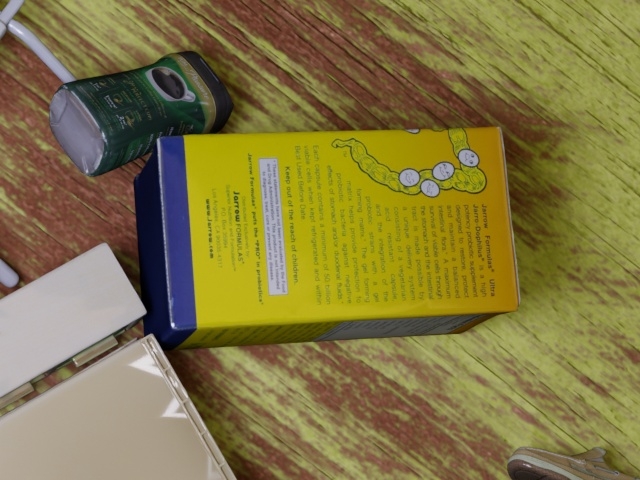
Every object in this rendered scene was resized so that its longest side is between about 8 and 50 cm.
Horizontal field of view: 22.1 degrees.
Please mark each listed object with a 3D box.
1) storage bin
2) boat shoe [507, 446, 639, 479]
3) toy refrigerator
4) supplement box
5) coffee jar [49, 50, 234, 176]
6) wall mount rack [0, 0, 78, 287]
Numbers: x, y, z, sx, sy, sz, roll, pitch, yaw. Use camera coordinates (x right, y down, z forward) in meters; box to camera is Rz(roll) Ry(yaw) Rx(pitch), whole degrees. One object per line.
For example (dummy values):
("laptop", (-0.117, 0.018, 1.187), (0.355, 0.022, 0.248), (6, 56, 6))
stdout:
("storage bin", (-0.223, 0.266, 1.625), (0.262, 0.123, 0.260), (-29, 88, -17))
("boat shoe", (0.289, 0.257, 1.787), (0.190, 0.068, 0.072), (27, 62, -18))
("toy refrigerator", (-0.313, 0.113, 1.642), (0.269, 0.102, 0.094), (-31, 88, -18))
("supplement box", (0.000, 0.000, 1.691), (0.356, 0.194, 0.195), (-2, 80, -15))
("coffee jar", (-0.182, -0.134, 1.701), (0.184, 0.079, 0.096), (-22, 66, -40))
("wall mount rack", (-0.375, -0.133, 1.662), (0.304, 0.130, 0.350), (33, 71, -2))
